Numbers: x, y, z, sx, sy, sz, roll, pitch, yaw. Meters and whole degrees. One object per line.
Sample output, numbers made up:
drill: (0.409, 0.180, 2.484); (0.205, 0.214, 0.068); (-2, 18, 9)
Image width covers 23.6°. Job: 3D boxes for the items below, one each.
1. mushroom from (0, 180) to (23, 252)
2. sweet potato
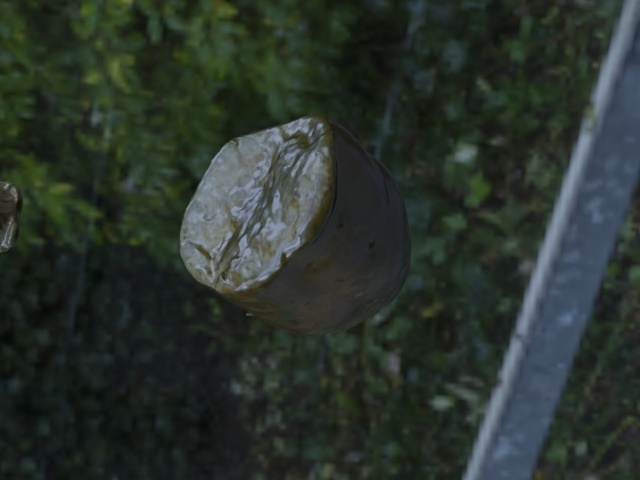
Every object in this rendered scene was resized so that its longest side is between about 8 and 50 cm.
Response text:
mushroom: (-0.314, -0.009, 0.988); (0.099, 0.278, 0.096); (39, 125, 35)
sweet potato: (0.000, 0.000, 1.184); (0.370, 0.158, 0.157); (30, -117, -72)
